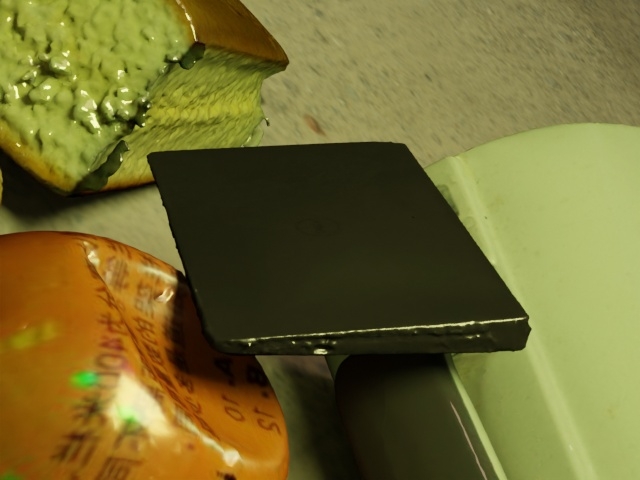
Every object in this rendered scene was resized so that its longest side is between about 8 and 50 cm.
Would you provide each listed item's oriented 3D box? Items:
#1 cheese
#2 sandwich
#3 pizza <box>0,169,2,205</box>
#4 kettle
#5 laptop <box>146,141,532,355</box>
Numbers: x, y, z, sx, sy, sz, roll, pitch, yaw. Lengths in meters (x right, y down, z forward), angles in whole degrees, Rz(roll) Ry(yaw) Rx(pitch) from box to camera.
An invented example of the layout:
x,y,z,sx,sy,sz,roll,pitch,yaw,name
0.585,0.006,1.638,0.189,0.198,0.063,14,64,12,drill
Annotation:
x,y,z,sx,sy,sz,roll,pitch,yaw,name
-0.067,0.104,0.700,0.329,0.129,0.217,39,22,-38,cheese
-0.104,-0.101,0.930,0.128,0.122,0.235,46,11,7,sandwich
-0.211,-0.022,0.754,0.131,0.041,0.178,41,26,-18,pizza
0.132,0.134,0.797,0.361,0.250,0.377,41,25,-47,kettle
0.000,0.000,0.722,0.135,0.016,0.197,-2,25,-12,laptop
